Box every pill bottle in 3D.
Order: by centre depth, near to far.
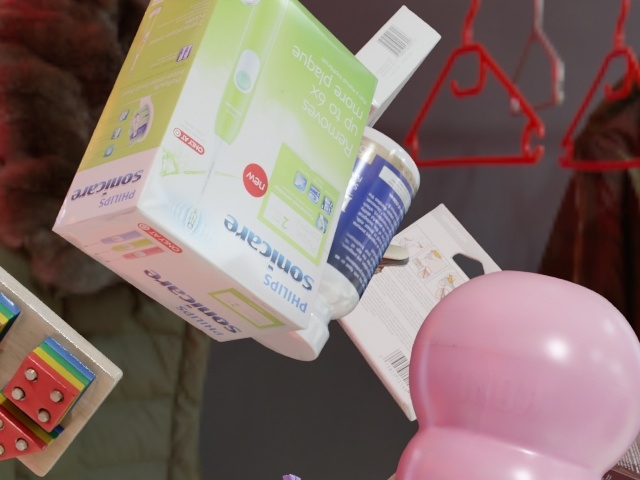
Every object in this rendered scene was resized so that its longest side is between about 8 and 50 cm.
[{"bbox_3d":[0.000,0.000,1.372,0.153,0.264,0.153,24,-22,10],"label":"pill bottle"}]

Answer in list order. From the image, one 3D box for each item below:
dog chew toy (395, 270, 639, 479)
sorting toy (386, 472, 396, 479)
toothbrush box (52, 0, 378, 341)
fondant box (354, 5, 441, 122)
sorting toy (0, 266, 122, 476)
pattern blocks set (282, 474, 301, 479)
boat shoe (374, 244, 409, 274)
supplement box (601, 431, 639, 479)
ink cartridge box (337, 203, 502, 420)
[{"bbox_3d":[0.156,0.198,0.981,0.207,0.331,0.206,16,-13,4],"label":"dog chew toy"},{"bbox_3d":[0.170,0.329,1.331,0.047,0.196,0.347,-25,-19,-52],"label":"sorting toy"},{"bbox_3d":[-0.082,-0.082,1.036,0.122,0.283,0.206,-11,-39,43],"label":"toothbrush box"},{"bbox_3d":[0.061,-0.247,2.115,0.238,0.096,0.330,-50,-1,-37],"label":"fondant box"},{"bbox_3d":[-0.463,0.208,1.682,0.257,0.255,0.089,40,31,1],"label":"sorting toy"},{"bbox_3d":[-0.053,0.568,2.008,0.026,0.324,0.285,-11,-41,23],"label":"pattern blocks set"},{"bbox_3d":[0.073,0.030,1.713,0.137,0.043,0.049,4,17,32],"label":"boat shoe"},{"bbox_3d":[0.386,0.332,1.615,0.194,0.129,0.191,22,19,0],"label":"supplement box"},{"bbox_3d":[0.176,0.112,1.894,0.261,0.066,0.296,-31,52,-7],"label":"ink cartridge box"}]
